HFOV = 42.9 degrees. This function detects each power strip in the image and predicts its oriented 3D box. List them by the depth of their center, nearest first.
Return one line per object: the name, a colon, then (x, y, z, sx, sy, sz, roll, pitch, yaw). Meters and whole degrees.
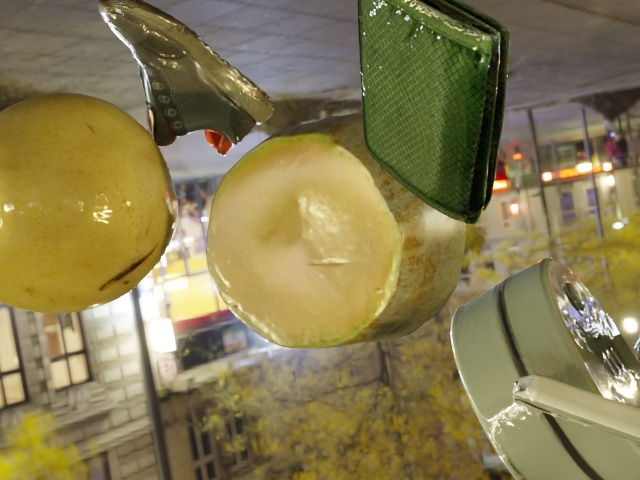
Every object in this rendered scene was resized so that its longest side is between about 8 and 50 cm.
power strip: (0.307, 0.192, 0.907, 0.192, 0.035, 0.081, 19, 169, 3)
power strip: (0.346, 0.211, 1.133, 0.161, 0.357, 0.357, -34, 172, 23)

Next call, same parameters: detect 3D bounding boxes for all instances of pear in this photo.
pear: (-0.360, -0.050, 1.118, 0.309, 0.309, 0.309, -9, -178, 0)

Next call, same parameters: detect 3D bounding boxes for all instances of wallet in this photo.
wallet: (0.101, -0.133, 0.764, 0.160, 0.236, 0.055, 36, -119, 28)

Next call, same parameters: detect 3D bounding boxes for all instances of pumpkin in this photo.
pumpkin: (0.000, 0.000, 1.070, 0.332, 0.332, 0.199, -8, -174, 32)

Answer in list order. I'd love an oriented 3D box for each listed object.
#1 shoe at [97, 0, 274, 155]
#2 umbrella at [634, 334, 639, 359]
shoe: (-0.231, -0.234, 1.251, 0.336, 0.171, 0.132, 34, -178, -44)
umbrella: (0.531, 0.118, 1.275, 0.066, 0.059, 0.235, -10, 139, 11)
